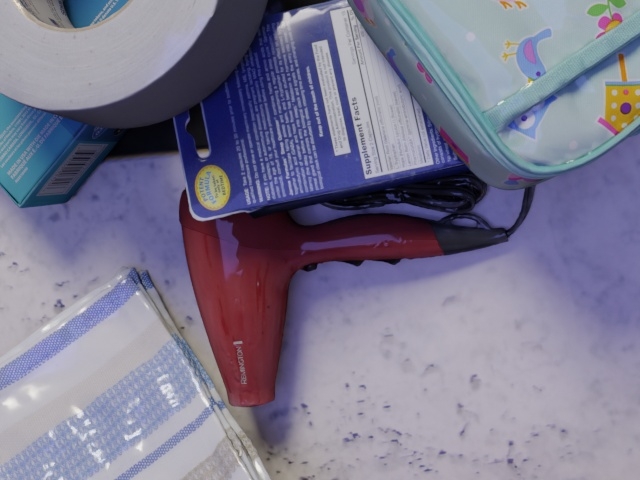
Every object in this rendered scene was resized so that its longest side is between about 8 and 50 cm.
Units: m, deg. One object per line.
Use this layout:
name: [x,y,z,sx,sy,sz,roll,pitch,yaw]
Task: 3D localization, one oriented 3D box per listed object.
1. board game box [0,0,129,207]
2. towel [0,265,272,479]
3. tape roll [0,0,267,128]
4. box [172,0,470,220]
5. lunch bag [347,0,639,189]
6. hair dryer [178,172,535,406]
board game box: [-0.253,-0.234,0.777,0.336,0.079,0.254,45,103,7]
towel: [-0.159,0.174,0.732,0.209,0.034,0.285,-35,61,-5]
tape roll: [-0.146,-0.188,0.661,0.219,0.072,0.219,-1,88,17]
box: [0.010,-0.098,0.688,0.225,0.036,0.137,-11,83,3]
lunch bag: [0.175,-0.173,0.617,0.279,0.108,0.224,-34,85,-4]
hair dryer: [0.000,0.000,0.730,0.223,0.080,0.294,36,103,10]
